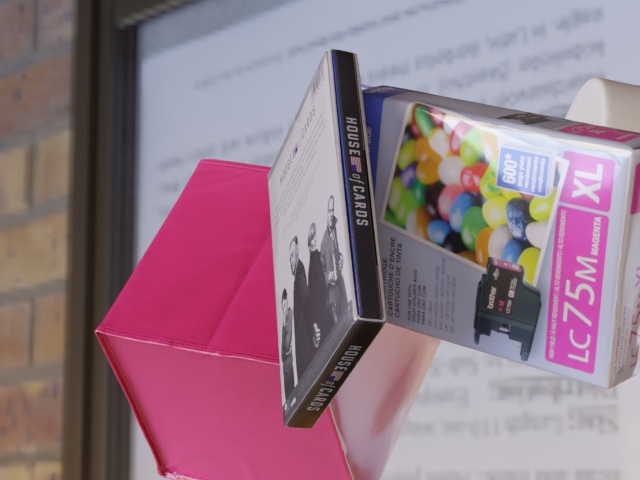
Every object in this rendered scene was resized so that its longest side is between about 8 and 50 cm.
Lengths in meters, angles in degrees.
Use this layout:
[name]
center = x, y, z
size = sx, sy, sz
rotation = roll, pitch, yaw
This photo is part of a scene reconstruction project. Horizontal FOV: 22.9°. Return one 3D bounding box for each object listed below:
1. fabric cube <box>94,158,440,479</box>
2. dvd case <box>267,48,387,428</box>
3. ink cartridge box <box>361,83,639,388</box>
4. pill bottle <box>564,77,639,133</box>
[fabric cube]
center = -0.045, 0.102, 1.687
size = 0.259, 0.258, 0.254
rotation = 9, 140, 23
[dvd case]
center = 0.000, 0.000, 1.222
size = 0.029, 0.239, 0.179
rotation = 6, 147, -16
[ink cartridge box]
center = 0.111, -0.014, 1.238
size = 0.311, 0.186, 0.065
rotation = 16, -159, 38
[pill bottle]
center = 0.442, -0.032, 1.618
size = 0.392, 0.224, 0.224
rotation = 13, 168, -6
